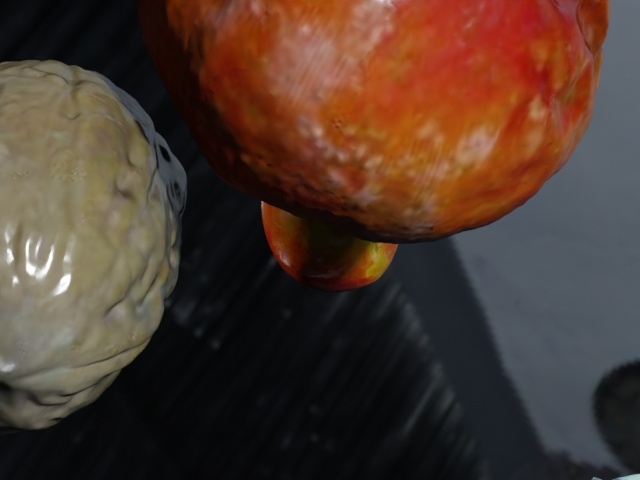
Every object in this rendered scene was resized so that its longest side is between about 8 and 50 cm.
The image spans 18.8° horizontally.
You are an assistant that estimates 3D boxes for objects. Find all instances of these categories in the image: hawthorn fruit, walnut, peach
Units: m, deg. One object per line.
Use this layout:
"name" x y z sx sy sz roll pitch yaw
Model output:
"hawthorn fruit" 0.042 -0.143 0.953 0.242 0.242 0.271 28 119 9
"walnut" -0.150 0.003 0.982 0.178 0.230 0.178 -1 120 -1
"peach" 0.000 0.000 1.197 0.098 0.061 0.098 19 166 5

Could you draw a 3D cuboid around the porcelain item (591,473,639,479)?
"porcelain item" 0.211 0.308 1.194 0.157 0.286 0.281 -16 130 0
